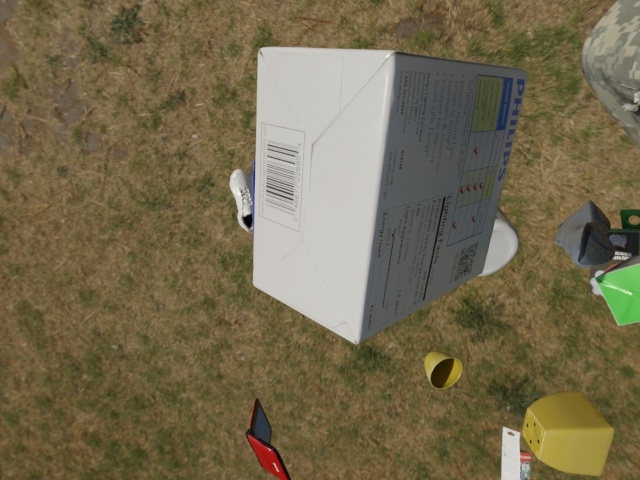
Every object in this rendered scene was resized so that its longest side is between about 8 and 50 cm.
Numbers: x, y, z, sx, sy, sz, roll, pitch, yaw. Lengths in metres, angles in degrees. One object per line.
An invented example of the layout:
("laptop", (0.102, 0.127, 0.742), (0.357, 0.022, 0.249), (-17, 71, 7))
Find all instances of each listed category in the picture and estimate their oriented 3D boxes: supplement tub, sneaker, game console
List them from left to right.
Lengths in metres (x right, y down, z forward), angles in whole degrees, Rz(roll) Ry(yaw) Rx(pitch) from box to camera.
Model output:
("sneaker", (-0.258, -0.136, 1.615), (0.090, 0.115, 0.233), (-16, 115, -12))
("game console", (-0.105, 0.442, 1.009), (0.124, 0.085, 0.144), (16, 136, 33))
("supplement tub", (0.469, -0.063, 1.465), (0.206, 0.338, 0.207), (-4, 127, -5))
("sneaker", (0.706, 0.001, 1.237), (0.111, 0.297, 0.129), (50, 129, 1))

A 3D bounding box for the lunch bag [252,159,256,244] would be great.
("lunch bag", (0.000, 0.000, 1.153), (0.238, 0.327, 0.386), (-17, 59, 27))

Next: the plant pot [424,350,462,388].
("plant pot", (0.438, 0.462, 1.686), (0.134, 0.095, 0.135), (-7, 113, -17))

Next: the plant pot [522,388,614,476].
("plant pot", (0.329, 0.262, 0.625), (0.083, 0.081, 0.082), (1, 110, -5))

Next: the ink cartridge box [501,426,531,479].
("ink cartridge box", (0.404, 0.452, 0.943), (0.029, 0.063, 0.115), (9, 78, -10))

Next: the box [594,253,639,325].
("box", (0.799, 0.075, 1.000), (0.262, 0.231, 0.127), (-34, 74, 50))

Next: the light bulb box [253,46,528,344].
("light bulb box", (0.107, -0.095, 0.704), (0.225, 0.360, 0.359), (23, 117, 39))

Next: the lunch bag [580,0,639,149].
("lunch bag", (0.380, -0.096, 0.308), (0.305, 0.256, 0.213), (34, 110, -24))

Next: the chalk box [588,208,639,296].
("chalk box", (1.007, 0.046, 1.464), (0.178, 0.180, 0.290), (3, 92, -16))
